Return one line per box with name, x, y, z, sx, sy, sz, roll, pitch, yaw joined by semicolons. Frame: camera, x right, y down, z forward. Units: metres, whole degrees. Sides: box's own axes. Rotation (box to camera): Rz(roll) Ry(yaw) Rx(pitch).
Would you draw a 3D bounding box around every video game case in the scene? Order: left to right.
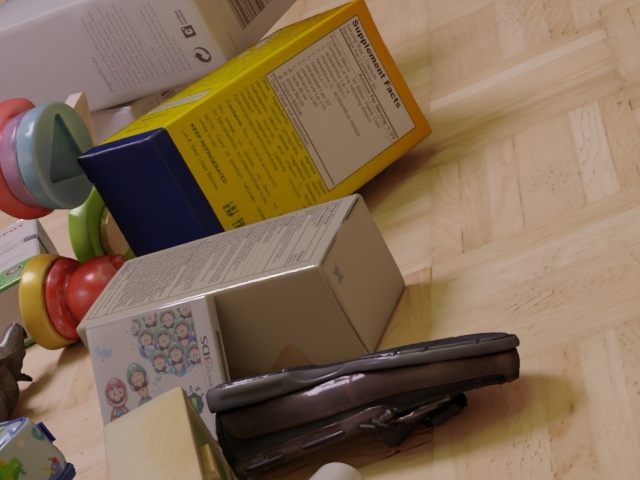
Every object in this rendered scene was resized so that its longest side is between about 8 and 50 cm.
video game case;-0.161;0.140;1.478;0.157;0.143;0.019;-15;-7;29

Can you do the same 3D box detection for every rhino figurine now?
rhino figurine;-0.388;0.175;1.705;0.073;0.106;0.243;7;30;8

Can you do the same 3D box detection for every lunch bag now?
lunch bag;-0.322;0.244;1.349;0.176;0.090;0.219;-47;12;-26

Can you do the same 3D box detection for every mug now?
mug;0.003;0.218;1.219;0.078;0.062;0.064;-9;21;25

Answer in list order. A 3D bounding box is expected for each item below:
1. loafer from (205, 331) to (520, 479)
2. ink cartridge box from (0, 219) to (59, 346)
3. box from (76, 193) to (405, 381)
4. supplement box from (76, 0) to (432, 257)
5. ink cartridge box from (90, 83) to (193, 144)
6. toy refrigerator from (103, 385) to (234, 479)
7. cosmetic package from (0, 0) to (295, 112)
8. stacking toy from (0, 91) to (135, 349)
loafer;0.042;0.149;1.311;0.302;0.095;0.109;-13;-3;24
ink cartridge box;-0.429;0.070;1.974;0.160;0.093;0.219;-28;22;-1
box;-0.084;0.068;1.546;0.311;0.121;0.148;-15;26;30
supplement box;-0.075;-0.116;1.774;0.356;0.194;0.195;-37;16;-30
ink cartridge box;-0.219;-0.179;2.155;0.168;0.171;0.233;-3;33;46
toy refrigerator;-0.117;0.237;1.259;0.094;0.102;0.269;-28;22;0
cosmetic package;-0.282;-0.307;2.067;0.453;0.161;0.230;-12;28;35
stacking toy;-0.282;-0.048;1.838;0.130;0.309;0.279;-8;19;24
